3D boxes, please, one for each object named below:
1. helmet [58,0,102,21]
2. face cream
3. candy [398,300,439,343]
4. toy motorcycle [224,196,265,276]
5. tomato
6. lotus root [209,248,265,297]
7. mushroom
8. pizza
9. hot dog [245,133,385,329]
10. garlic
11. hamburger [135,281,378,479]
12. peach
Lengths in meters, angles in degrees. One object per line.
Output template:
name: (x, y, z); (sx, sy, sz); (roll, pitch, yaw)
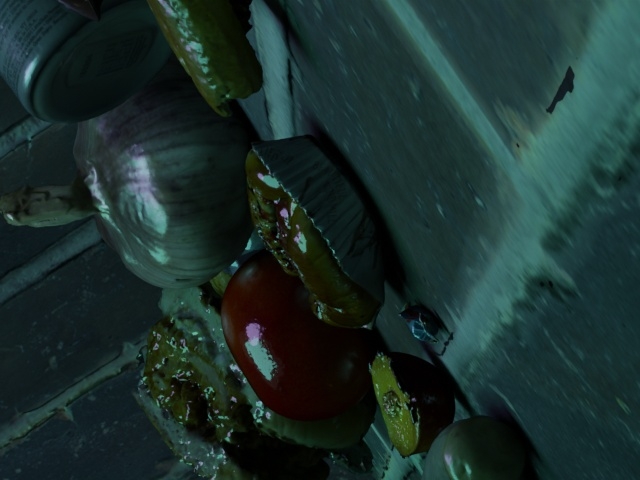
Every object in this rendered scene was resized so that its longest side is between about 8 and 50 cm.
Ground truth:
helmet: (-0.182, -0.256, 1.435); (0.175, 0.106, 0.155); (46, 168, 45)
face cream: (-0.235, -0.217, 1.759); (0.153, 0.177, 0.177); (53, 174, 19)
candy: (0.075, 0.062, 1.462); (0.030, 0.020, 0.083); (58, 176, -14)
toy motorcycle: (-0.079, -0.015, 2.062); (0.215, 0.080, 0.122); (98, 149, -59)
tomato: (-0.026, 0.099, 1.974); (0.195, 0.136, 0.195); (57, 175, 8)
lotus root: (-0.114, -0.023, 2.246); (0.110, 0.097, 0.258); (-76, -36, -54)
mushroom: (0.125, 0.211, 1.497); (0.118, 0.103, 0.270); (53, 168, 40)
pizza: (-0.089, -0.178, 1.282); (0.154, 0.069, 0.194); (59, -179, -28)
hot dog: (0.000, 0.000, 1.486); (0.144, 0.075, 0.268); (55, 173, 19)
garlic: (-0.202, -0.062, 1.912); (0.245, 0.253, 0.245); (168, 90, -78)
hamburger: (-0.076, 0.197, 2.378); (0.277, 0.195, 0.318); (22, -166, -44)
peach: (0.083, 0.133, 1.611); (0.098, 0.061, 0.098); (166, 90, -71)
